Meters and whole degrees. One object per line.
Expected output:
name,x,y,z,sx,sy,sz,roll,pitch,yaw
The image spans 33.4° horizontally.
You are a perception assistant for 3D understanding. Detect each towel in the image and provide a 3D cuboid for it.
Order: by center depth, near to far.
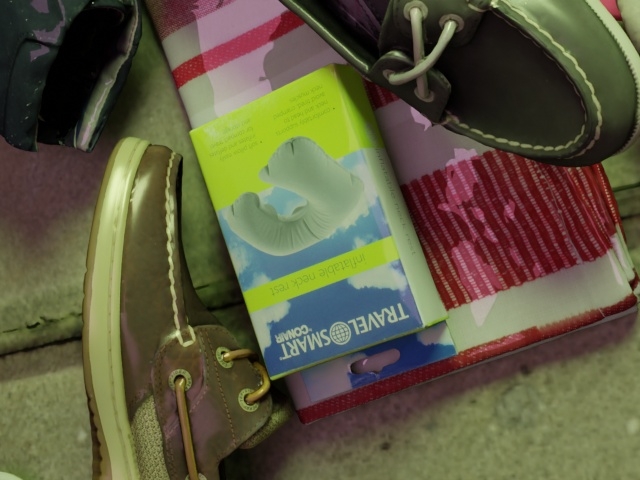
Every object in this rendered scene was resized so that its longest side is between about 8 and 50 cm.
towel,0.027,-0.076,0.647,0.237,0.037,0.329,-23,83,24

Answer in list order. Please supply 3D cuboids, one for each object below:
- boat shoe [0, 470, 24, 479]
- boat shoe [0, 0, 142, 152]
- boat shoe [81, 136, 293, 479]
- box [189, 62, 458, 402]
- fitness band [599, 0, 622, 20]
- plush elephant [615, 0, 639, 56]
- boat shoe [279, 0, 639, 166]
boat shoe,-0.219,0.302,0.736,0.098,0.096,0.277,-15,85,24
boat shoe,-0.160,-0.217,0.674,0.158,0.127,0.341,32,113,29
boat shoe,-0.079,0.106,0.671,0.123,0.123,0.342,-2,85,-4
box,0.000,0.000,0.625,0.109,0.042,0.178,-22,84,27
fitness band,0.155,-0.253,0.519,0.208,0.054,0.291,-10,109,10
plush elephant,0.254,-0.112,0.409,0.272,0.330,0.255,-42,64,14
boat shoe,0.015,-0.141,0.557,0.335,0.095,0.112,45,145,21
